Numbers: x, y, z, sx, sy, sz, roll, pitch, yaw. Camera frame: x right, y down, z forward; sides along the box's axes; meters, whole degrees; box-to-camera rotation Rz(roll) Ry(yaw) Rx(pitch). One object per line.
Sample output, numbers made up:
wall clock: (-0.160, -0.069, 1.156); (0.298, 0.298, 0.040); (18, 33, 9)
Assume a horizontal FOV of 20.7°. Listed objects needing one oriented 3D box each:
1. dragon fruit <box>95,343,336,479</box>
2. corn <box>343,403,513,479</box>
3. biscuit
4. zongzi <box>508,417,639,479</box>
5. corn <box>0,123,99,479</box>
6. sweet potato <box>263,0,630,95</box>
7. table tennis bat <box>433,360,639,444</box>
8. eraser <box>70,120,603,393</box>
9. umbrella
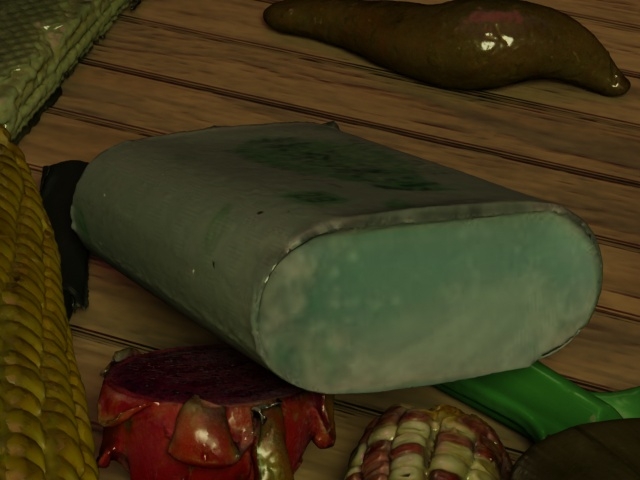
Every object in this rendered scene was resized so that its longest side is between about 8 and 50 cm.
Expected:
dragon fruit: (-0.049, 0.087, 0.776); (0.112, 0.068, 0.126); (-5, 12, -22)
corn: (0.026, 0.156, 0.687); (0.079, 0.079, 0.237); (9, 39, 13)
biscuit: (-0.215, -0.147, 1.136); (0.150, 0.052, 0.252); (10, 36, 16)
zongzi: (0.115, 0.105, 0.553); (0.123, 0.289, 0.260); (-4, 43, 3)
corn: (-0.172, 0.067, 0.758); (0.144, 0.144, 0.387); (-8, 31, -11)
sweet potato: (0.071, -0.129, 1.107); (0.249, 0.059, 0.069); (9, 16, 18)
table tennis bat: (0.143, 0.100, 0.797); (0.257, 0.039, 0.160); (30, 43, 32)
eraser: (0.000, 0.000, 0.834); (0.174, 0.081, 0.227); (-9, 15, -26)
umbrella: (-0.141, 0.001, 0.944); (0.036, 0.031, 0.133); (-23, 33, 14)
